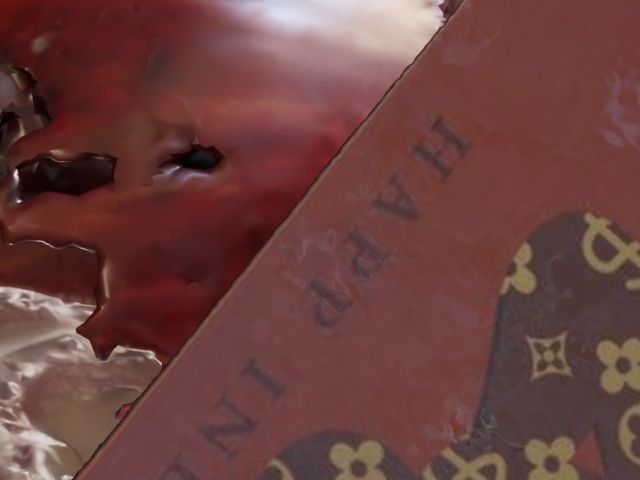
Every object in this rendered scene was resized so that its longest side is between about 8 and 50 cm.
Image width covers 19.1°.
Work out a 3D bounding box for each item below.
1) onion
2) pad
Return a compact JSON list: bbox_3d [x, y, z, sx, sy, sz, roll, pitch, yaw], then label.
[{"bbox_3d":[0.001,-0.004,0.616,0.341,0.341,0.341,-15,-44,-15],"label":"onion"},{"bbox_3d":[0.048,0.069,0.350,0.181,0.004,0.267,40,-102,-10],"label":"pad"}]
